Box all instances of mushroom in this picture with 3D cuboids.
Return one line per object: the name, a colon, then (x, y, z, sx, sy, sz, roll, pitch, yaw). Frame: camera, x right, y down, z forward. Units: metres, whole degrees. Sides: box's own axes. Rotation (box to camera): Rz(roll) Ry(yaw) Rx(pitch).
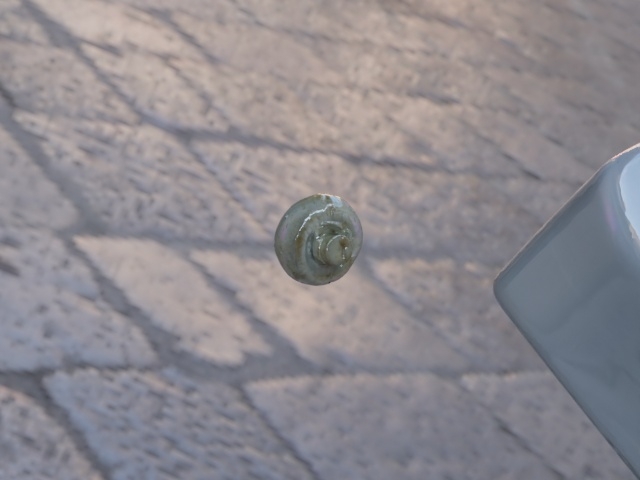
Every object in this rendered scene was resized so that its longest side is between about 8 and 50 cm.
mushroom: (0.000, 0.000, 1.430, 0.083, 0.084, 0.067, 13, 8, -29)

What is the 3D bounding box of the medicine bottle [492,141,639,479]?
medicine bottle: (0.225, 0.102, 0.654, 0.179, 0.124, 0.324, -14, 63, -51)
